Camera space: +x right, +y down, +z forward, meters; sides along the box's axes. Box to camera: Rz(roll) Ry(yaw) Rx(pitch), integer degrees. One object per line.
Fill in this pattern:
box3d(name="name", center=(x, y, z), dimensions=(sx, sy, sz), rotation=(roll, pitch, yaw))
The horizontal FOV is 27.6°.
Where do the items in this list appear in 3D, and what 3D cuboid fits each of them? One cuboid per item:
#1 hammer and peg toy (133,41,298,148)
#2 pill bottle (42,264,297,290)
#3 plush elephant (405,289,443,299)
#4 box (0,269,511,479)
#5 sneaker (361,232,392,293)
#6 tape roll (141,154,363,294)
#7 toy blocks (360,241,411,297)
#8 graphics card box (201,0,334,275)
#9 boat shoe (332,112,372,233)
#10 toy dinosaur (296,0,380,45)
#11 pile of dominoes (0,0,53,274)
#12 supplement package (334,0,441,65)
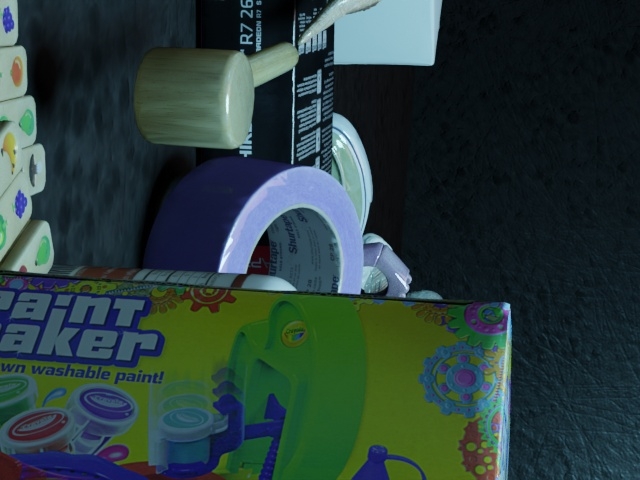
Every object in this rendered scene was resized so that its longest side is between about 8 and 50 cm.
box3d(name="hammer and peg toy", center=(-0.091, -0.240, 0.824), dimensions=(0.266, 0.127, 0.361), rotation=(-22, 115, -82))
box3d(name="pill bottle", center=(-0.076, 0.077, 0.720), dimensions=(0.121, 0.216, 0.121), rotation=(3, 90, -80))
box3d(name="plush elephant", center=(0.058, 0.256, 1.608), dimensions=(0.330, 0.255, 0.271), rotation=(71, 14, -48))
box3d(name="box", center=(-0.066, 0.165, 0.584), dimensions=(0.279, 0.290, 0.177), rotation=(81, 16, -50))
box3d(name="sneaker", center=(0.023, 0.067, 1.693), dimensions=(0.090, 0.115, 0.232), rotation=(-26, 148, -37))
box3d(name="tape roll", center=(-0.051, 0.028, 1.051), dimensions=(0.189, 0.080, 0.189), rotation=(-20, 115, -50))
box3d(name="toy blocks", center=(0.070, 0.196, 1.324), dimensions=(0.309, 0.260, 0.288), rotation=(-66, 174, -68))
box3d(name="graphics card box", center=(-0.045, -0.157, 1.233), dimensions=(0.233, 0.094, 0.370), rotation=(-50, 142, -75))
box3d(name="boat shoe", center=(0.000, 0.000, 1.528), dimensions=(0.094, 0.109, 0.302), rotation=(-67, 160, -60))
box3d(name="toy dinosaur", center=(0.047, -0.299, 1.129), dimensions=(0.200, 0.127, 0.295), rotation=(55, 41, -85))
box3d(name="pile of dominoes", center=(-0.172, -0.086, 0.635), dimensions=(0.196, 0.040, 0.251), rotation=(-73, 163, -57))
box3d(name="supplement package", center=(0.050, -0.369, 1.492), dimensions=(0.177, 0.175, 0.293), rotation=(-79, 168, -49))
